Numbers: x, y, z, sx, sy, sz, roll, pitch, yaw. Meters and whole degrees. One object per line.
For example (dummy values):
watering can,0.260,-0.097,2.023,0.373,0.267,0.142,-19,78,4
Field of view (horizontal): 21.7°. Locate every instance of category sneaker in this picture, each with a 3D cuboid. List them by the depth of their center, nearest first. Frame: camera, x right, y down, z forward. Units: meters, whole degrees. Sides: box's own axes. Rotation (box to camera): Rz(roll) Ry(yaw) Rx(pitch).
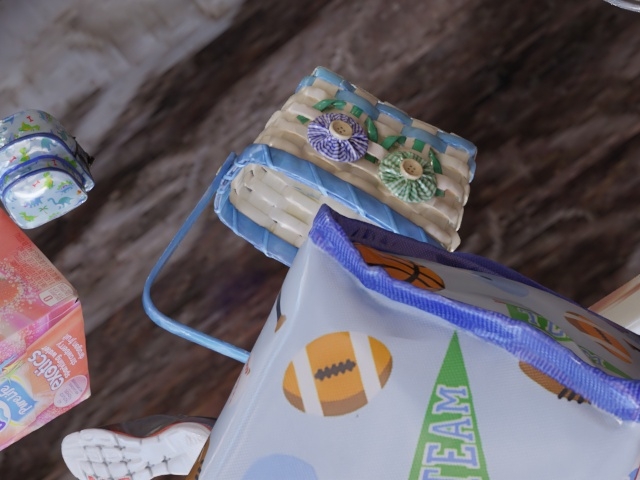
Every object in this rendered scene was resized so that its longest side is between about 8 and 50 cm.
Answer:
sneaker,-0.158,0.189,1.529,0.065,0.158,0.061,-45,-52,-66

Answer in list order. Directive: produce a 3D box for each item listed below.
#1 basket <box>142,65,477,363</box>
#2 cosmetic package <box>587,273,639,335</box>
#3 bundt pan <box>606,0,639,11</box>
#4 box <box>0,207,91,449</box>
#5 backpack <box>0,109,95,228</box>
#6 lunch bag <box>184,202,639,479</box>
basket,0.000,0.000,1.561,0.255,0.289,0.201,26,161,-2
cosmetic package,0.331,0.099,1.484,0.153,0.296,0.129,51,-153,-8
bundt pan,0.304,-0.335,1.394,0.331,0.124,0.331,8,-129,-10
box,-0.347,0.035,1.478,0.300,0.142,0.154,44,150,28
backpack,-0.302,-0.076,1.764,0.114,0.105,0.084,59,-173,-49
lunch bag,0.064,0.178,0.918,0.239,0.328,0.385,32,-173,25
